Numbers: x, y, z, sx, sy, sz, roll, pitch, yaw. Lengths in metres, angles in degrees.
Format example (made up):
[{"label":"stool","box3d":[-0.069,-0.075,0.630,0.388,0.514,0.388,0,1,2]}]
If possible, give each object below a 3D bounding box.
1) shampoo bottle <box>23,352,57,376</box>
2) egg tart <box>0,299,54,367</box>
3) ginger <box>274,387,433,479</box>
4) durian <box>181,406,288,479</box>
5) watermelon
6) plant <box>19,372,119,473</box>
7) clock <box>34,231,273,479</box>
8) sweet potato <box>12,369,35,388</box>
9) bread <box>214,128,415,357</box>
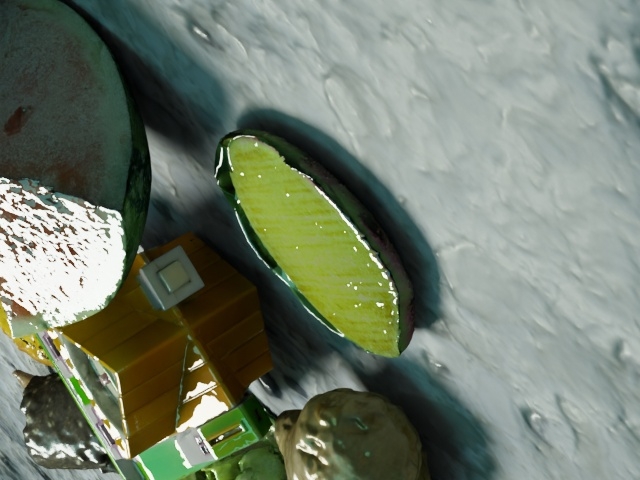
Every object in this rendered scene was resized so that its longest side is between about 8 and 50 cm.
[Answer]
[{"label":"shampoo bottle","box3d":[-0.309,0.160,2.469,0.086,0.056,0.227,46,162,-17]},{"label":"egg tart","box3d":[-0.324,0.022,2.183,0.291,0.107,0.291,43,156,24]},{"label":"ginger","box3d":[0.046,0.249,1.785,0.190,0.126,0.354,24,148,35]},{"label":"durian","box3d":[-0.056,0.246,2.082,0.355,0.157,0.169,41,124,18]},{"label":"watermelon","box3d":[-0.231,-0.053,1.701,0.260,0.176,0.256,75,171,-46]},{"label":"plant","box3d":[-0.239,0.203,2.257,0.132,0.194,0.129,0,-94,-74]},{"label":"clock","box3d":[-0.154,0.108,1.844,0.235,0.166,0.309,58,160,-1]},{"label":"sweet potato","box3d":[-0.276,0.249,2.492,0.281,0.059,0.067,42,-157,-31]},{"label":"bread","box3d":[0.000,0.000,1.555,0.228,0.033,0.228,42,158,21]}]
